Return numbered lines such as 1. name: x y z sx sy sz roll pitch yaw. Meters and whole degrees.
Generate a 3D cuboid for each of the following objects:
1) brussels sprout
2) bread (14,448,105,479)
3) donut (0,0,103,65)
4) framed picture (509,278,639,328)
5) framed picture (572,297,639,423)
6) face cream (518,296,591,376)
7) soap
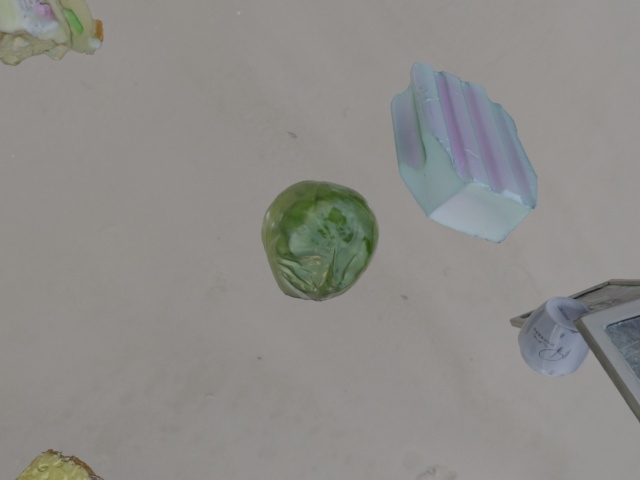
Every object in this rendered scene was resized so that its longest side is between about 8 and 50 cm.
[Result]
1. brussels sprout: 0.000 0.000 1.093 0.244 0.244 0.244 -5 100 -28
2. bread: -0.396 0.476 0.928 0.160 0.261 0.147 -49 152 -30
3. donut: -0.196 -0.123 0.296 0.065 0.166 0.108 -36 108 -62
4. framed picture: 0.494 0.120 1.029 0.232 0.315 0.024 -22 84 2
5. framed picture: 0.418 0.184 0.530 0.241 0.324 0.020 -10 147 -21
6. face cream: 0.323 0.131 0.774 0.091 0.091 0.095 -14 134 -26
7. soap: 0.173 -0.110 0.713 0.145 0.091 0.230 16 46 -16
